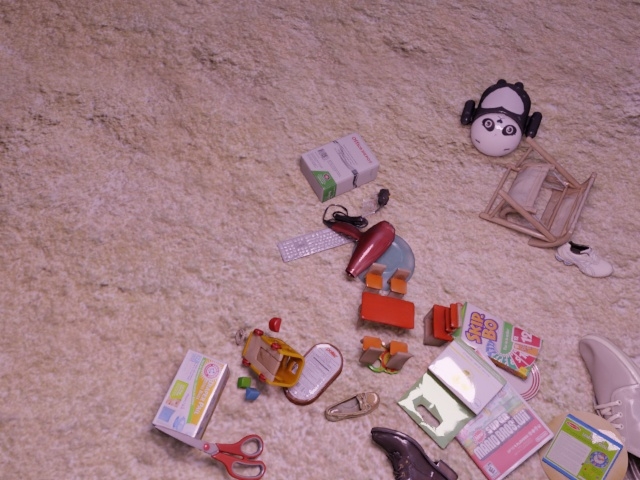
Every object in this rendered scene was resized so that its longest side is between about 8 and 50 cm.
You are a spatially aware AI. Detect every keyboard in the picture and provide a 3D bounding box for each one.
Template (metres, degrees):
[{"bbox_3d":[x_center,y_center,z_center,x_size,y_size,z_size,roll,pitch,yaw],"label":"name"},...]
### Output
[{"bbox_3d":[0.000,0.000,1.800,0.256,0.014,0.072,-17,64,-13],"label":"keyboard"}]

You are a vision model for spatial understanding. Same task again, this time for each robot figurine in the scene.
[{"bbox_3d":[0.601,-0.411,1.981,0.173,0.209,0.278,41,58,-27],"label":"robot figurine"}]

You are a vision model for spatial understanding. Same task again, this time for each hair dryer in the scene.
[{"bbox_3d":[0.115,-0.011,1.758,0.223,0.080,0.294,-18,44,24],"label":"hair dryer"}]

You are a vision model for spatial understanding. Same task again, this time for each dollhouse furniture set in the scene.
[{"bbox_3d":[0.232,0.200,1.607,0.259,0.135,0.262,12,56,-10],"label":"dollhouse furniture set"}]

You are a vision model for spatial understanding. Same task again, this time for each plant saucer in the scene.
[{"bbox_3d":[0.190,0.051,1.765,0.194,0.037,0.195,3,65,-6],"label":"plant saucer"}]

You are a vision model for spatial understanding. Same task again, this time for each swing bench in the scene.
[{"bbox_3d":[0.677,-0.136,1.847,0.254,0.165,0.253,31,63,7],"label":"swing bench"}]

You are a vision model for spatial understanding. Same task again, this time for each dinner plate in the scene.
[{"bbox_3d":[0.532,0.370,1.633,0.141,0.017,0.141,2,62,-3],"label":"dinner plate"}]

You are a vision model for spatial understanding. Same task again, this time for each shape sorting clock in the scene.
[{"bbox_3d":[0.657,0.535,1.496,0.206,0.040,0.206,-12,66,29],"label":"shape sorting clock"}]

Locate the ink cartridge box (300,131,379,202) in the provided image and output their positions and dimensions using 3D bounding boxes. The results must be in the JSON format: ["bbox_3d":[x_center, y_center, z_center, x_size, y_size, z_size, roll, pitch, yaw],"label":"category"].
[{"bbox_3d":[0.061,-0.235,1.893,0.208,0.087,0.153,-24,65,-16],"label":"ink cartridge box"}]

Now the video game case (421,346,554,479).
[{"bbox_3d":[0.431,0.451,1.552,0.204,0.025,0.285,-36,68,-8],"label":"video game case"}]

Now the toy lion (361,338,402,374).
[{"bbox_3d":[0.176,0.325,1.625,0.100,0.034,0.096,-29,75,-19],"label":"toy lion"}]

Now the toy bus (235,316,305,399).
[{"bbox_3d":[-0.126,0.305,1.562,0.104,0.191,0.202,20,49,-36],"label":"toy bus"}]

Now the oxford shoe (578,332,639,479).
[{"bbox_3d":[0.780,0.453,1.527,0.130,0.169,0.449,-16,68,-11],"label":"oxford shoe"}]

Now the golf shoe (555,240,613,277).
[{"bbox_3d":[0.803,0.055,1.791,0.176,0.086,0.069,20,60,5],"label":"golf shoe"}]

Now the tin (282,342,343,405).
[{"bbox_3d":[-0.018,0.355,1.590,0.106,0.040,0.189,41,66,13],"label":"tin"}]

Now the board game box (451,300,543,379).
[{"bbox_3d":[0.475,0.270,1.663,0.259,0.039,0.124,26,61,20],"label":"board game box"}]

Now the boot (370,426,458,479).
[{"bbox_3d":[0.191,0.604,1.435,0.263,0.091,0.229,32,63,11],"label":"boot"}]

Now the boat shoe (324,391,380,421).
[{"bbox_3d":[0.086,0.429,1.548,0.153,0.048,0.056,-11,62,-10],"label":"boat shoe"}]

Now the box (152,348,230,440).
[{"bbox_3d":[-0.320,0.396,1.503,0.114,0.103,0.203,19,61,6],"label":"box"}]

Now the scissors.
[{"bbox_3d":[-0.257,0.505,1.411,0.297,0.021,0.109,18,66,-30],"label":"scissors"}]

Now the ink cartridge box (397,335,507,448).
[{"bbox_3d":[0.339,0.392,1.545,0.235,0.056,0.171,-42,70,-12],"label":"ink cartridge box"}]
